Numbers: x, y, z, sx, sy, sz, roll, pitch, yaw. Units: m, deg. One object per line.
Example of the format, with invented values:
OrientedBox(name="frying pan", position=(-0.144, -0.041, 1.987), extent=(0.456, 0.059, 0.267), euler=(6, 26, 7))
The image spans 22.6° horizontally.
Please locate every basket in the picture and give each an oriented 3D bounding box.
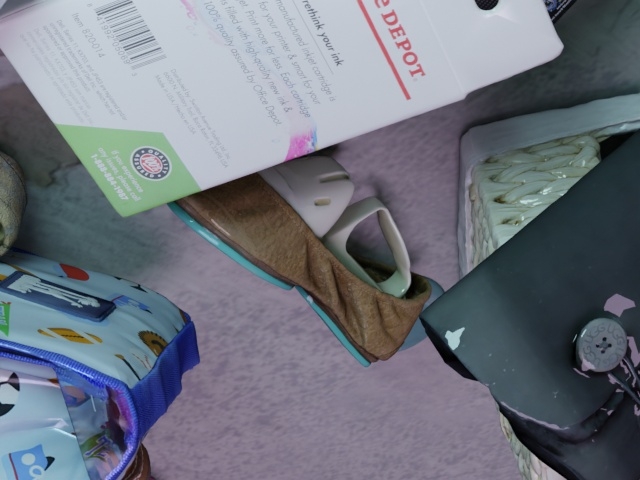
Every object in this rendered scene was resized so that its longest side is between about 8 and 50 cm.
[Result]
OrientedBox(name="basket", position=(0.312, 0.058, 1.455), extent=(0.328, 0.266, 0.331), euler=(-12, 140, -3))

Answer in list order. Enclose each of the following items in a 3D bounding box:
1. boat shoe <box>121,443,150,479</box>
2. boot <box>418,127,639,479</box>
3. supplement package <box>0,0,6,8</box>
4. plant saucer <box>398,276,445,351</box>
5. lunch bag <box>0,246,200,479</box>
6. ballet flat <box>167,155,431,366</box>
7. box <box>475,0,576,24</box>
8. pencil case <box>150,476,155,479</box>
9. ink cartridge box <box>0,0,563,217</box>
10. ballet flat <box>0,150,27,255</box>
OrientedBox(name="boat shoe", position=(-0.331, 0.247, 1.590), extent=(0.324, 0.123, 0.116), euler=(-12, 139, -6))
OrientedBox(name="boot", position=(0.242, -0.073, 1.170), extent=(0.445, 0.146, 0.367), euler=(-42, 102, 4))
OrientedBox(name="supplement package", position=(-0.354, -0.199, 1.015), extent=(0.261, 0.145, 0.204), euler=(20, 130, -37))
OrientedBox(name="plant saucer", position=(0.070, 0.080, 1.593), extent=(0.119, 0.021, 0.119), euler=(-9, 141, -8))
OrientedBox(name="lunch bag", position=(-0.301, 0.140, 1.280), extent=(0.385, 0.328, 0.239), euler=(-14, 97, 6))
OrientedBox(name="ballet flat", position=(0.000, 0.000, 1.417), extent=(0.124, 0.116, 0.342), euler=(-45, 136, 4))
OrientedBox(name="box", position=(0.134, -0.235, 1.211), extent=(0.184, 0.045, 0.191), euler=(18, 131, -35))
OrientedBox(name="pencil case", position=(-0.258, 0.335, 1.747), extent=(0.209, 0.095, 0.098), euler=(-28, 160, 19))
OrientedBox(name="ink cartridge box", position=(-0.029, -0.173, 1.130), extent=(0.353, 0.119, 0.207), euler=(-18, 133, 14))
OrientedBox(name="ballet flat", position=(-0.380, -0.036, 1.236), extent=(0.316, 0.106, 0.108), euler=(3, 138, -21))
